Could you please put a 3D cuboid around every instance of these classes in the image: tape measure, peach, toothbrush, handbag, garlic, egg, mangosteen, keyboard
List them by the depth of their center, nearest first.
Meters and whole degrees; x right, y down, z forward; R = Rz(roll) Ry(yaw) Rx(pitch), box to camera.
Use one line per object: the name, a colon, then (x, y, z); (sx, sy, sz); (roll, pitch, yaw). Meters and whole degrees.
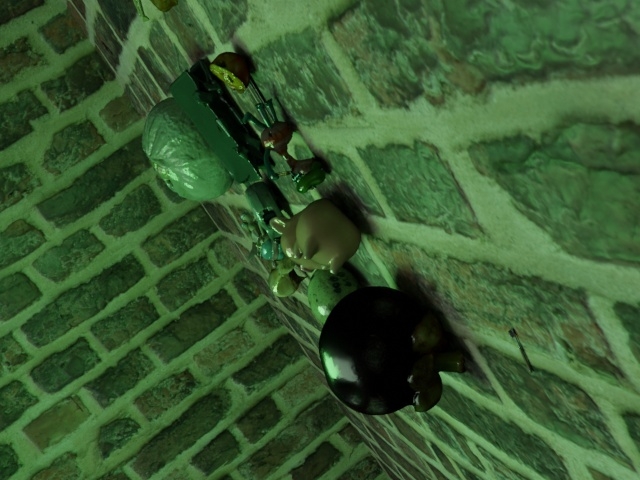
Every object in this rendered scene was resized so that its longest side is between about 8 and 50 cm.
toothbrush: (0.325, 0.180, 1.086); (0.097, 0.008, 0.006); (59, 180, -24)
peach: (-0.177, -0.351, 1.382); (0.098, 0.061, 0.098); (31, 174, 4)
mangosteen: (0.151, 0.232, 1.388); (0.302, 0.275, 0.275); (5, 142, 24)
keyboard: (-0.128, -0.296, 1.454); (0.129, 0.015, 0.049); (58, 161, -16)
egg: (0.037, 0.137, 1.708); (0.141, 0.141, 0.182); (68, 178, -47)
handbag: (-0.260, -0.301, 1.746); (0.327, 0.089, 0.238); (57, 165, -14)
tape measure: (-0.185, -0.151, 1.938); (0.330, 0.084, 0.164); (61, 174, 34)
garlic: (-0.122, 0.102, 2.246); (0.099, 0.124, 0.175); (45, -156, -45)

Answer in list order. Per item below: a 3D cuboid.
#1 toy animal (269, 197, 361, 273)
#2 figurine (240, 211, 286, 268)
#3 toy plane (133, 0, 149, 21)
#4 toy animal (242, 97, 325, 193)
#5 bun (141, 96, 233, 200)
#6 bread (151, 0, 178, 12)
toy animal: (-0.006, -0.010, 1.441); (0.166, 0.154, 0.250); (34, 167, -16)
figurine: (-0.186, -0.034, 2.194); (0.260, 0.102, 0.205); (41, 126, 49)
toy plane: (-0.463, -0.642, 1.584); (0.244, 0.092, 0.229); (101, 145, -77)
toy animal: (-0.081, -0.185, 1.371); (0.208, 0.103, 0.100); (56, 168, -5)
bun: (-0.433, -0.277, 2.144); (0.362, 0.211, 0.362); (49, 163, 20)
bread: (-0.330, -0.554, 1.361); (0.139, 0.077, 0.271); (52, 169, -10)
